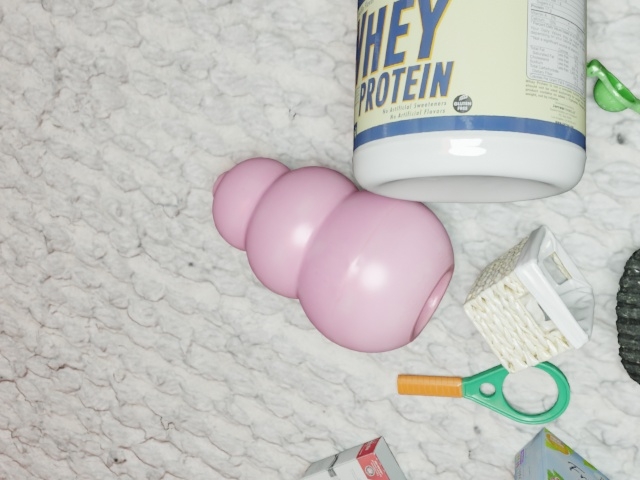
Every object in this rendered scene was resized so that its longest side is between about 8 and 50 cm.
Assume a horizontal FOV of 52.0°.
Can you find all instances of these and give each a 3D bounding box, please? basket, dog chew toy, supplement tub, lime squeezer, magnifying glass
[{"bbox_3d":[0.250,0.069,0.786,0.103,0.167,0.113,-36,89,27],"label":"basket"},{"bbox_3d":[0.000,0.000,0.847,0.332,0.206,0.206,29,110,20],"label":"dog chew toy"},{"bbox_3d":[0.154,-0.212,0.690,0.235,0.235,0.324,0,85,19],"label":"supplement tub"},{"bbox_3d":[0.311,-0.157,0.771,0.310,0.059,0.110,12,106,16],"label":"lime squeezer"},{"bbox_3d":[0.221,0.203,0.904,0.231,0.026,0.092,-2,102,18],"label":"magnifying glass"}]

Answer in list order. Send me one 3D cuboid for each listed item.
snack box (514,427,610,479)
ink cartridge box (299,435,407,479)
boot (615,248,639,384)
[{"bbox_3d":[0.341,0.355,0.813,0.207,0.174,0.070,40,109,8],"label":"snack box"},{"bbox_3d":[0.053,0.366,0.980,0.135,0.056,0.099,-28,92,22],"label":"ink cartridge box"},{"bbox_3d":[0.452,0.022,0.671,0.131,0.260,0.348,9,96,-25],"label":"boot"}]
